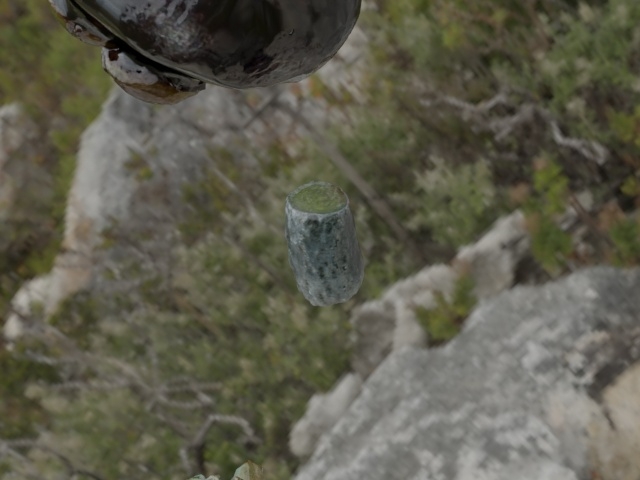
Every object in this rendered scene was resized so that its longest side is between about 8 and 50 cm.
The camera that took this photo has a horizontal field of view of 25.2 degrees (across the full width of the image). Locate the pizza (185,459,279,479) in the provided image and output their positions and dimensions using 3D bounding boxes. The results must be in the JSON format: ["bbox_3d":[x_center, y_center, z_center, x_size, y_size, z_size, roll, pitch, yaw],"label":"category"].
[{"bbox_3d":[-0.049,0.178,0.472,0.289,0.081,0.228,-18,43,44],"label":"pizza"}]

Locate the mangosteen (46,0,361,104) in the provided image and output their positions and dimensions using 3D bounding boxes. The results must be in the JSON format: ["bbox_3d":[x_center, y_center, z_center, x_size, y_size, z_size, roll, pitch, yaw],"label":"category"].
[{"bbox_3d":[-0.106,-0.236,1.202,0.287,0.287,0.233,-5,92,35],"label":"mangosteen"}]

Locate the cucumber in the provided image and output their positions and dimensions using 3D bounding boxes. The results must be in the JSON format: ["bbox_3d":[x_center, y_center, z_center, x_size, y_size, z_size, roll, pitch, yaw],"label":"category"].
[{"bbox_3d":[0.001,0.001,1.186,0.064,0.112,0.064,-6,48,7],"label":"cucumber"}]
